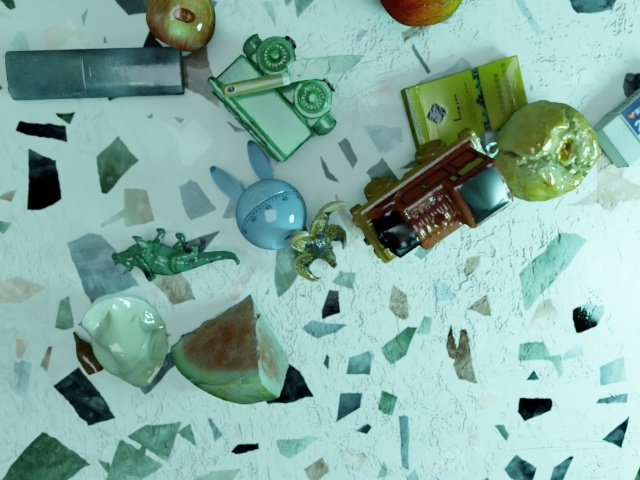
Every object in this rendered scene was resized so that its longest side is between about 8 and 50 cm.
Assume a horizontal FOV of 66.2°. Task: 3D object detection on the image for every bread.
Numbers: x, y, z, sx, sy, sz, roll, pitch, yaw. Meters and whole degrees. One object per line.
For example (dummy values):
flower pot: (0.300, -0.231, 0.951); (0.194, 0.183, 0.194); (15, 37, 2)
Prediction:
bread: (0.517, -0.197, 1.120); (0.244, 0.134, 0.245); (-4, 110, -10)

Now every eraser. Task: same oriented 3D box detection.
eraser: (0.771, -0.287, 1.170); (0.210, 0.068, 0.124); (-41, 98, 3)

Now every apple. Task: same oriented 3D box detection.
apple: (-0.294, -0.479, 1.045); (0.146, 0.146, 0.131); (23, 110, -6)

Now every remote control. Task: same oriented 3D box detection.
remote control: (-0.499, -0.373, 1.097); (0.376, 0.044, 0.107); (-3, 93, -3)

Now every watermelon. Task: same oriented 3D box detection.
watermelon: (-0.199, 0.268, 1.136); (0.310, 0.231, 0.193); (-17, 104, 44)

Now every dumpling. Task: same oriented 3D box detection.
dumpling: (-0.444, 0.234, 1.153); (0.166, 0.126, 0.216); (-38, 89, -25)

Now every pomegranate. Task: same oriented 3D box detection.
pomegranate: (0.229, -0.564, 1.035); (0.234, 0.210, 0.211); (-7, 98, 5)

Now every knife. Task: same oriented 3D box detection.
knife: (-0.055, -0.339, 0.992); (0.297, 0.017, 0.047); (-11, 93, -1)

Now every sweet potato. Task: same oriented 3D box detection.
sweet potato: (-0.564, 0.269, 1.181); (0.049, 0.049, 0.117); (-33, 87, 1)

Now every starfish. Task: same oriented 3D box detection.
starfish: (-0.002, -0.001, 1.096); (0.071, 0.238, 0.216); (34, 103, 22)

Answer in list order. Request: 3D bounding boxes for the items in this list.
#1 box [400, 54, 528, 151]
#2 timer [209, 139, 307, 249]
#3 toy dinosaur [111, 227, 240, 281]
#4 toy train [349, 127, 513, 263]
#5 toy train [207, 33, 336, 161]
box: (0.343, -0.319, 1.153); (0.278, 0.041, 0.153); (-17, 100, -1)
timer: (-0.131, -0.087, 1.122); (0.175, 0.255, 0.176); (-19, 135, -20)
toy dinosaur: (-0.339, 0.025, 1.143); (0.291, 0.079, 0.120); (-12, 103, 1)
toy train: (0.252, -0.094, 1.069); (0.369, 0.232, 0.163); (-35, 113, 3)
toy train: (-0.093, -0.315, 1.078); (0.202, 0.145, 0.266); (-42, 98, 5)
